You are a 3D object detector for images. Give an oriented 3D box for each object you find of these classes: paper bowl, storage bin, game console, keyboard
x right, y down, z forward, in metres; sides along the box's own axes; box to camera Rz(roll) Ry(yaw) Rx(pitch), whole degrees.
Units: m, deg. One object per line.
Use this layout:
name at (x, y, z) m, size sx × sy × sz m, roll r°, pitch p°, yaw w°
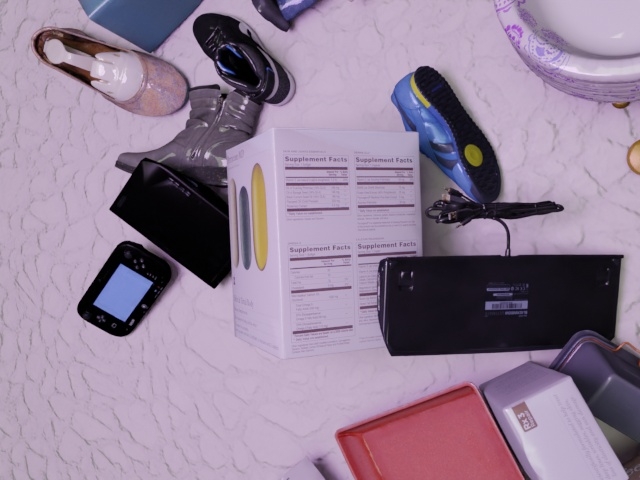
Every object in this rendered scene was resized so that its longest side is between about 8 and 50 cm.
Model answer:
paper bowl at (0.349, -0.297, 0.703) m, size 0.284 × 0.148 × 0.284 m, roll -3°, pitch 83°, yaw 27°
storage bin at (0.358, 0.178, 0.734) m, size 0.135 × 0.091 × 0.098 m, roll 31°, pitch 105°, yaw -6°
game console at (-0.280, 0.043, 1.035) m, size 0.213 × 0.044 × 0.361 m, roll 38°, pitch 118°, yaw -7°
keyboard at (0.223, 0.037, 0.755) m, size 0.317 × 0.033 × 0.202 m, roll 0°, pitch 98°, yaw -13°

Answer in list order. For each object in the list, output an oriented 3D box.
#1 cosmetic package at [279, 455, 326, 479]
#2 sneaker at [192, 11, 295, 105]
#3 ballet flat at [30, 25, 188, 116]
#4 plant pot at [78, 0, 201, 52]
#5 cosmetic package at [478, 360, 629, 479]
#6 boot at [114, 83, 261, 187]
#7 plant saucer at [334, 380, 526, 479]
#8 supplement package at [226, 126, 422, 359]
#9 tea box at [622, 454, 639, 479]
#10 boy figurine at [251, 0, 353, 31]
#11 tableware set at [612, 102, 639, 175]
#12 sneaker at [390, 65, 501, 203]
cosmetic package at (0.023, 0.444, 0.920) m, size 0.239 × 0.060 × 0.099 m, roll 49°, pitch 144°, yaw 15°
sneaker at (-0.140, -0.295, 0.950) m, size 0.217 × 0.121 × 0.079 m, roll 42°, pitch 107°, yaw 17°
ballet flat at (-0.375, -0.292, 1.065) m, size 0.316 × 0.106 × 0.108 m, roll 22°, pitch 101°, yaw 22°
plant pot at (-0.266, -0.456, 0.983) m, size 0.234 × 0.165 × 0.165 m, roll -34°, pitch 78°, yaw 15°
cosmetic package at (0.257, 0.215, 0.724) m, size 0.085 × 0.231 × 0.117 m, roll -28°, pitch 81°, yaw 2°
boot at (-0.214, -0.173, 1.021) m, size 0.246 × 0.083 × 0.161 m, roll 6°, pitch 90°, yaw 17°
plant saucer at (0.172, 0.340, 0.848) m, size 0.259 × 0.047 × 0.258 m, roll -33°, pitch 78°, yaw 36°
supplement package at (0.000, 0.000, 0.815) m, size 0.199 × 0.198 × 0.263 m, roll 180°, pitch 88°, yaw -66°
tea box at (0.470, 0.360, 0.604) m, size 0.329 × 0.220 × 0.323 m, roll -42°, pitch 93°, yaw 20°
boy figurine at (0.021, -0.426, 0.891) m, size 0.285 × 0.092 × 0.177 m, roll -34°, pitch 72°, yaw 24°
tableware set at (0.419, -0.129, 0.760) m, size 0.104 × 0.024 × 0.154 m, roll -40°, pitch 77°, yaw 24°
sneaker at (0.170, -0.136, 0.857) m, size 0.209 × 0.069 × 0.082 m, roll 58°, pitch 145°, yaw 3°
